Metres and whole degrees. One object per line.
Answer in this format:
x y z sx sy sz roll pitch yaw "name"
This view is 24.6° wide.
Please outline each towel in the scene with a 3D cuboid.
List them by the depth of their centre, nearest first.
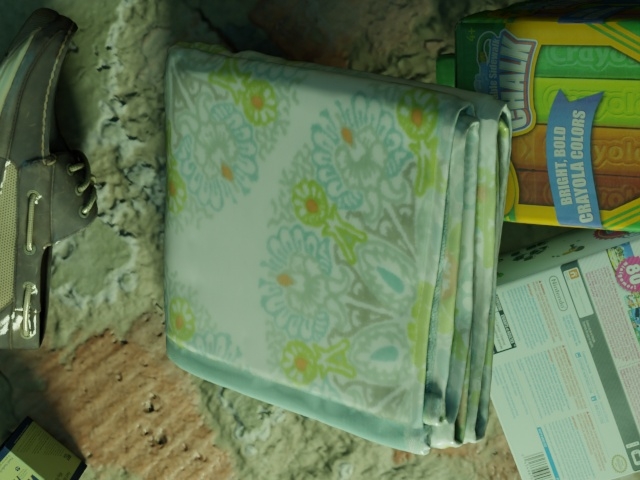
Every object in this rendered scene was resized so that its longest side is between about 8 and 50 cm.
0.000 0.000 1.329 0.374 0.090 0.321 15 108 38 "towel"

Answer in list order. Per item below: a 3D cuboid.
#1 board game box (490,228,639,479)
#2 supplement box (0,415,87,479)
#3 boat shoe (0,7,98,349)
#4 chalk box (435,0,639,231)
0.307 0.093 1.399 0.303 0.097 0.224 -18 102 11 "board game box"
-0.296 0.239 1.502 0.083 0.083 0.056 41 105 -6 "supplement box"
-0.277 -0.051 1.419 0.130 0.132 0.355 16 114 -8 "boat shoe"
0.225 -0.116 1.288 0.289 0.179 0.180 4 106 30 "chalk box"
